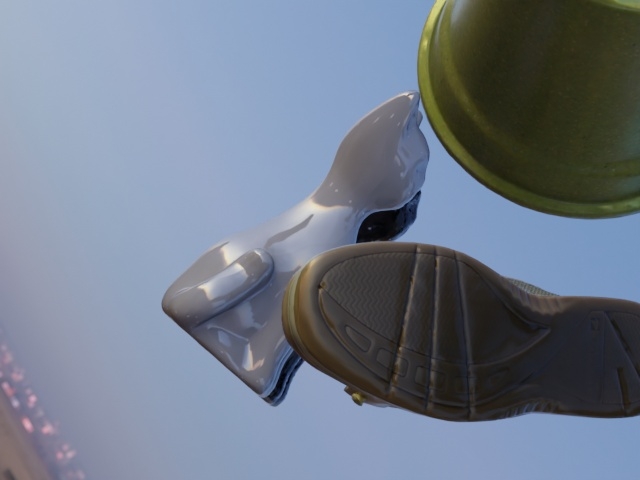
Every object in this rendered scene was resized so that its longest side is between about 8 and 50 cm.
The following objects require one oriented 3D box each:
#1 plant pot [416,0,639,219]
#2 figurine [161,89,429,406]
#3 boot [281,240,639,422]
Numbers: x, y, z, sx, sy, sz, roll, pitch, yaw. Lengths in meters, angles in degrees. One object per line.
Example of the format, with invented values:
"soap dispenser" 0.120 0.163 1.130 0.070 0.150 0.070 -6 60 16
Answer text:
"plant pot" 0.220 -0.188 1.019 0.276 0.276 0.254 56 -11 17
"figurine" 0.000 0.000 0.878 0.092 0.209 0.215 40 -7 7
"boot" 0.045 0.051 0.668 0.165 0.213 0.077 -7 -105 58
